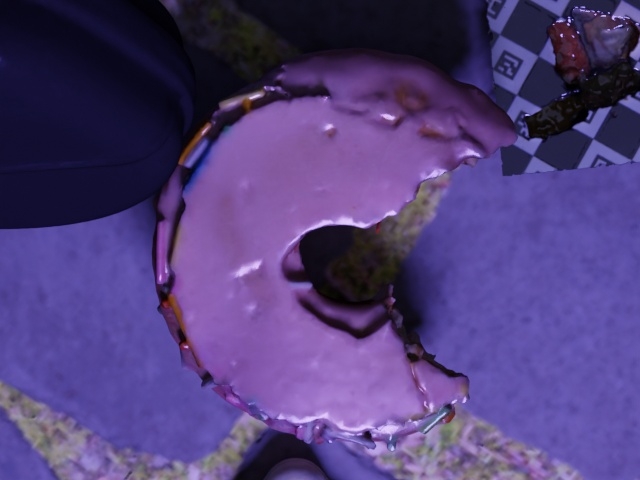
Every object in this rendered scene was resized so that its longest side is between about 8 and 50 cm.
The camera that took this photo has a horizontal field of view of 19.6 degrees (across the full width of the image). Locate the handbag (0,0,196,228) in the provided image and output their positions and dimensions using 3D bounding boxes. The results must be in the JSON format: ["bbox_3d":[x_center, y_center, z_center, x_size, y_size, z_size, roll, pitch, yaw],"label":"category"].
[{"bbox_3d":[-0.203,-0.083,0.938,0.253,0.308,0.093,-8,70,22],"label":"handbag"}]

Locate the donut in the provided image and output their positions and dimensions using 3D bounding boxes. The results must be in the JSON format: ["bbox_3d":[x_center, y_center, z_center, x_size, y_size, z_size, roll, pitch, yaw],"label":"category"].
[{"bbox_3d":[0.000,0.000,1.070,0.199,0.085,0.233,9,102,-7],"label":"donut"}]

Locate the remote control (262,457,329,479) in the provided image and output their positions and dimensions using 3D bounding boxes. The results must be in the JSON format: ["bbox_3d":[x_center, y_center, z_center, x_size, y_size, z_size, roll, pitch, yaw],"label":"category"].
[{"bbox_3d":[0.004,0.191,1.139,0.122,0.032,0.074,43,96,-13],"label":"remote control"}]

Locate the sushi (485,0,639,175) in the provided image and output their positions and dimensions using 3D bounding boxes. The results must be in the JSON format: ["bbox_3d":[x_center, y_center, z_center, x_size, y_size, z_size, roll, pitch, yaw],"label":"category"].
[{"bbox_3d":[0.158,-0.107,1.092,0.120,0.026,0.126,-6,98,-1],"label":"sushi"}]
